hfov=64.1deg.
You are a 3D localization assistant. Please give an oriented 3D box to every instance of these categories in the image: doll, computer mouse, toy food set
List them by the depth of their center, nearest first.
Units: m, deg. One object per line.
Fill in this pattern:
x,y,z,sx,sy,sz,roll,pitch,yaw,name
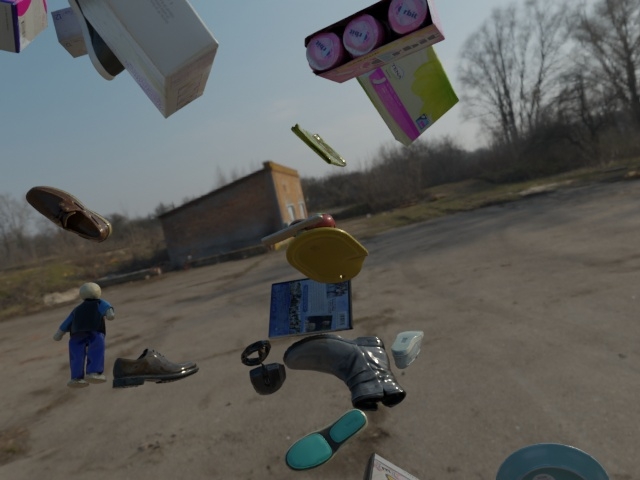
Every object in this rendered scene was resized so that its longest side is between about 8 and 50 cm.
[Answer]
-0.418,0.162,0.910,0.129,0.188,0.046,-17,-28,14,doll
-0.102,0.241,0.939,0.071,0.041,0.242,-15,-30,-6,computer mouse
0.000,0.000,0.951,0.128,0.071,0.218,-28,-41,20,toy food set

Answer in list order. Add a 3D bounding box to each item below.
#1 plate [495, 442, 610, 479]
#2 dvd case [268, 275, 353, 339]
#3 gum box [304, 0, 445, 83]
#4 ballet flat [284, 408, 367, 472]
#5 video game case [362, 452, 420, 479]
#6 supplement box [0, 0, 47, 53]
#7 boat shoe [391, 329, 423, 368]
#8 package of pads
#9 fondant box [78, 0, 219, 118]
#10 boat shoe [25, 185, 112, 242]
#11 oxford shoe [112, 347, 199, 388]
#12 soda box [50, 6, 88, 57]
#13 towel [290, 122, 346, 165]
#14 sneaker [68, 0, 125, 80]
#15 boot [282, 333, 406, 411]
0.402,0.436,0.884,0.188,0.188,0.024,-11,15,18,plate
-0.030,0.191,1.504,0.253,0.180,0.022,-10,-34,16,dvd case
0.076,-0.295,0.750,0.189,0.062,0.107,-17,4,24,gum box
0.015,0.523,1.318,0.249,0.086,0.086,-21,7,-26,ballet flat
0.175,0.427,0.755,0.248,0.035,0.275,27,-3,11,video game case
-0.730,-0.536,1.195,0.114,0.111,0.220,8,35,-13,supplement box
0.287,0.358,1.687,0.079,0.081,0.227,-2,8,26,boat shoe
0.265,-0.465,1.531,0.229,0.296,0.101,-42,38,2,package of pads
-0.288,-0.343,0.822,0.096,0.238,0.330,-39,13,-10,fondant box
-0.513,-0.054,1.041,0.178,0.064,0.060,32,2,-13,boat shoe
-0.421,0.325,1.328,0.227,0.096,0.083,8,-25,-42,oxford shoe
-0.585,-0.611,1.430,0.287,0.098,0.091,-18,-8,-2,soda box
0.004,-0.189,1.039,0.021,0.102,0.237,-49,-2,11,towel
-0.460,-0.514,1.125,0.147,0.295,0.104,-23,-5,7,sneaker
0.072,0.390,1.495,0.339,0.118,0.222,-2,38,-15,boot
